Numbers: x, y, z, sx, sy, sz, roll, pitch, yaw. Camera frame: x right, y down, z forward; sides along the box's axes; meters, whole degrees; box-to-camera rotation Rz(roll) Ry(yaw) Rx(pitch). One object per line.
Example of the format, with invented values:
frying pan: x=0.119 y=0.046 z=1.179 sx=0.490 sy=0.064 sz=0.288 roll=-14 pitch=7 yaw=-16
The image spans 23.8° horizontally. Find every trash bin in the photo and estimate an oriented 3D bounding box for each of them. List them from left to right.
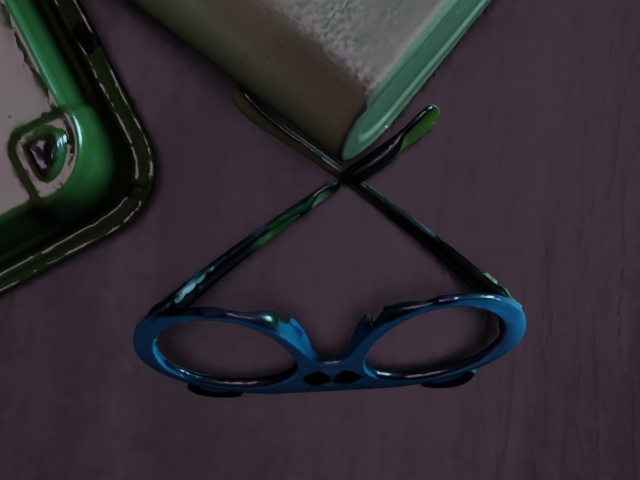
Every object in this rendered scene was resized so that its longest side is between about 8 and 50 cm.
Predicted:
trash bin: x=-0.008 y=-0.210 z=0.913 sx=0.247 sy=0.121 sz=0.243 roll=39 pitch=89 yaw=9

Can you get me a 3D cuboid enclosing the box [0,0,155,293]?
box: x=-0.276 y=-0.114 z=0.896 sx=0.252 sy=0.178 sz=0.329 roll=-29 pitch=89 yaw=1

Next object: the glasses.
glasses: x=0.000 y=-0.001 z=0.934 sx=0.239 sy=0.102 sz=0.207 roll=-5 pitch=89 yaw=0
